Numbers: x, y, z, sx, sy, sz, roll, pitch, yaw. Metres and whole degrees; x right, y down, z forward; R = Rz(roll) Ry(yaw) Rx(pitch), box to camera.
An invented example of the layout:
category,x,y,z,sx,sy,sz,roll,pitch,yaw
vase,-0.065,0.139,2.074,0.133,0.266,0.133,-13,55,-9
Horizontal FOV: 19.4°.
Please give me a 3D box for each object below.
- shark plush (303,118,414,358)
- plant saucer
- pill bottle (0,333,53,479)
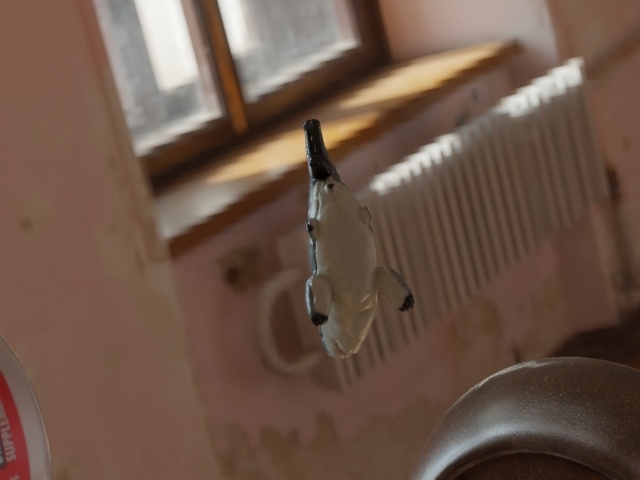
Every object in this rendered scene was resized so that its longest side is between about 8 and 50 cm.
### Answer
category,x,y,z,sx,sy,sz,roll,pitch,yaw
shark plush,0.000,0.000,1.278,0.073,0.161,0.067,-21,-3,-18
plant saucer,0.143,0.221,1.032,0.310,0.311,0.050,0,7,44
pill bottle,-0.179,0.080,0.553,0.108,0.108,0.180,-1,6,41
